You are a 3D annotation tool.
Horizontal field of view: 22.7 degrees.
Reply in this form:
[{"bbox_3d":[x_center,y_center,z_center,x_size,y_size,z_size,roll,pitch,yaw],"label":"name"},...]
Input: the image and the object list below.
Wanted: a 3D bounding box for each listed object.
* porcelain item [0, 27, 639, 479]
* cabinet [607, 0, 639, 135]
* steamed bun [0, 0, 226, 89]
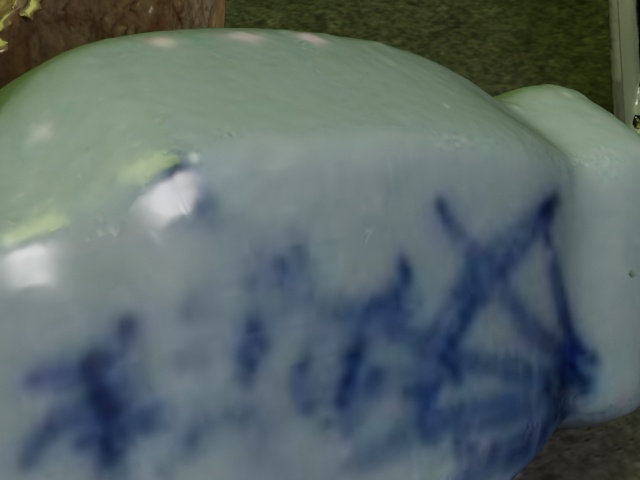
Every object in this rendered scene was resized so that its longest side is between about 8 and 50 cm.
[{"bbox_3d":[-0.042,0.030,0.679,0.405,0.243,0.178,-8,18,-36],"label":"porcelain item"},{"bbox_3d":[0.282,-0.145,0.974,0.145,0.150,0.206,12,41,29],"label":"cabinet"},{"bbox_3d":[-0.189,-0.118,0.974,0.251,0.199,0.301,7,59,37],"label":"steamed bun"}]
